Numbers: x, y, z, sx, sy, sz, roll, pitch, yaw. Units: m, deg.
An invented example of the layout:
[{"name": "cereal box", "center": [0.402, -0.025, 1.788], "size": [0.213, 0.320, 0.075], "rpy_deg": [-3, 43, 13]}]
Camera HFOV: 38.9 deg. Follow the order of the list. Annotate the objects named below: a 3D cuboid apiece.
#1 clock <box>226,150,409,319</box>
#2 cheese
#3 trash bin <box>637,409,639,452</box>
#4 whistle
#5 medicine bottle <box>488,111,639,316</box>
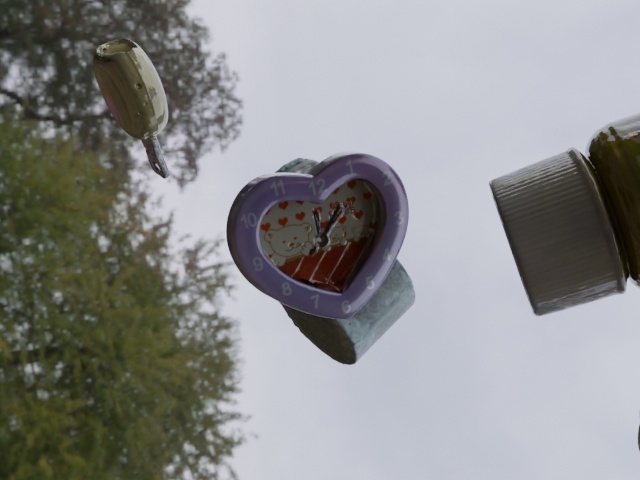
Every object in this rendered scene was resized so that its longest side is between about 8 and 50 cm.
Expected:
[{"name": "clock", "center": [0.000, 0.000, 0.970], "size": [0.064, 0.198, 0.172], "rpy_deg": [-157, -129, -68]}, {"name": "cheese", "center": [-0.271, -0.189, 1.357], "size": [0.137, 0.064, 0.227], "rpy_deg": [35, -33, 45]}, {"name": "trash bin", "center": [0.342, 0.101, 0.458], "size": [0.368, 0.255, 0.296], "rpy_deg": [-94, -163, -81]}, {"name": "whistle", "center": [0.009, 0.043, 1.596], "size": [0.405, 0.168, 0.188], "rpy_deg": [55, -24, -18]}, {"name": "medicine bottle", "center": [0.420, -0.049, 1.116], "size": [0.384, 0.224, 0.224], "rpy_deg": [-19, -97, 10]}]
